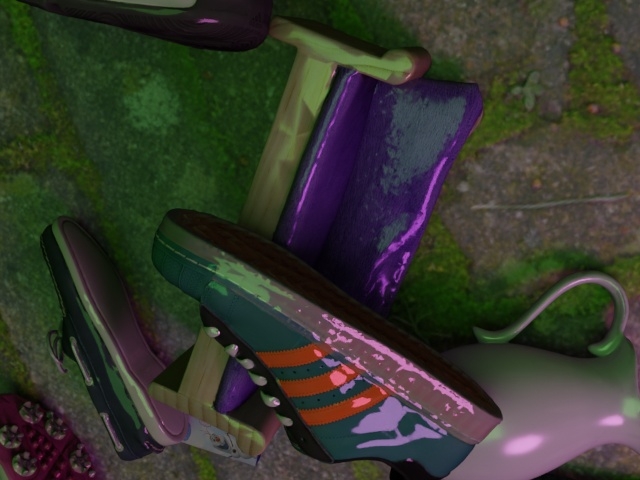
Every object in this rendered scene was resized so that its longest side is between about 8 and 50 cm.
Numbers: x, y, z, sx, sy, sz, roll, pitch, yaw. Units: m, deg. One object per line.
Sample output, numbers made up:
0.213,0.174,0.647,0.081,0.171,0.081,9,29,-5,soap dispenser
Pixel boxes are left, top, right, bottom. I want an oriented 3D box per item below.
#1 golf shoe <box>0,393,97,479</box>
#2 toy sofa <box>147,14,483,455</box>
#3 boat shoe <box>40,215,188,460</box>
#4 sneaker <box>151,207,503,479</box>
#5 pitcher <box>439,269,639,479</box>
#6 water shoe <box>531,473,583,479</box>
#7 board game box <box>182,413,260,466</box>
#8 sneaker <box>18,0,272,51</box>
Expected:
-0.289,0.309,0.882,0.140,0.115,0.306,-34,92,21,golf shoe
0.000,0.000,0.720,0.177,0.150,0.362,24,107,8,toy sofa
-0.221,0.100,0.823,0.079,0.095,0.254,-26,98,13,boat shoe
-0.010,0.097,0.613,0.302,0.108,0.121,35,100,-14,sneaker
0.181,0.124,0.733,0.207,0.125,0.177,-8,82,4,pitcher
0.266,0.274,0.775,0.203,0.073,0.080,13,127,14,water shoe
-0.098,0.178,0.852,0.090,0.020,0.090,16,106,9,board game box
-0.199,-0.319,0.640,0.447,0.169,0.257,27,105,27,sneaker
